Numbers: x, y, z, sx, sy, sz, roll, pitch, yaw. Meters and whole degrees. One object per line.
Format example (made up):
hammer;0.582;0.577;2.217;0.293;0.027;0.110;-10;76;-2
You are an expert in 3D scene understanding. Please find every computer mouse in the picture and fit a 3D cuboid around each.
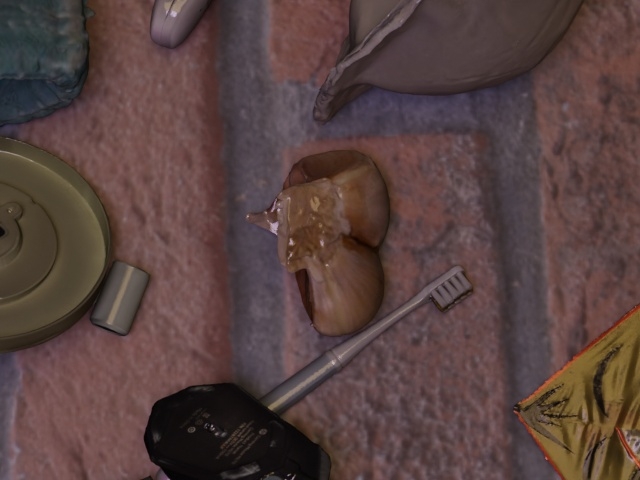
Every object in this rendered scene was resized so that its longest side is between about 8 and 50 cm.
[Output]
computer mouse;-0.074;0.189;1.261;0.192;0.062;0.106;24;51;34

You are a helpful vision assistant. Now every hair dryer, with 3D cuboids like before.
hair dryer;-0.223;0.039;1.349;0.124;0.038;0.063;19;77;9

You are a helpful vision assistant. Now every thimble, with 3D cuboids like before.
thimble;-0.314;-0.184;1.301;0.235;0.198;0.143;-12;81;2

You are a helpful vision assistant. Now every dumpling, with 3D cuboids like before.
dumpling;0.142;-0.231;1.297;0.341;0.260;0.181;-12;86;0

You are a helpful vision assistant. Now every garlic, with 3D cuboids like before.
garlic;0.006;0.001;1.338;0.124;0.099;0.174;-1;83;-22

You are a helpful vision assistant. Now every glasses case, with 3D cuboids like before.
glasses case;-0.109;-0.272;1.389;0.049;0.076;0.197;24;78;1

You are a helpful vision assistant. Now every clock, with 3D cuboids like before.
clock;-0.302;-0.003;1.294;0.235;0.029;0.235;10;49;-12

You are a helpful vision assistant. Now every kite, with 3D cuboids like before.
kite;0.338;0.176;1.353;0.327;0.013;0.377;7;79;0

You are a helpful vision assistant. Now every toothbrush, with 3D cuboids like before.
toothbrush;-0.004;0.126;1.341;0.342;0.025;0.030;-33;61;-8

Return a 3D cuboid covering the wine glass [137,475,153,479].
wine glass;-0.245;0.275;1.265;0.231;0.103;0.103;-16;80;-9
